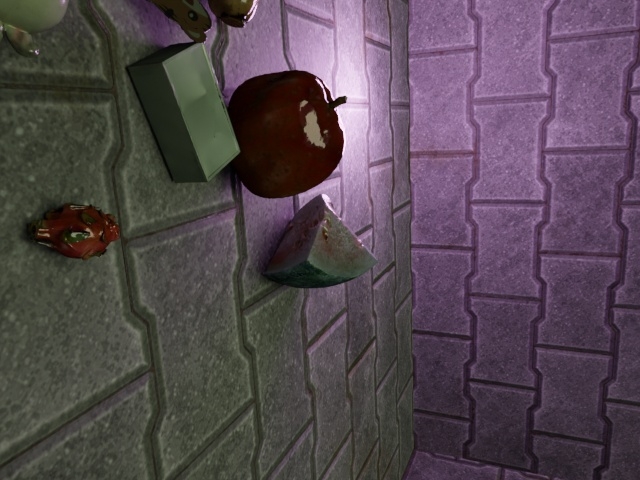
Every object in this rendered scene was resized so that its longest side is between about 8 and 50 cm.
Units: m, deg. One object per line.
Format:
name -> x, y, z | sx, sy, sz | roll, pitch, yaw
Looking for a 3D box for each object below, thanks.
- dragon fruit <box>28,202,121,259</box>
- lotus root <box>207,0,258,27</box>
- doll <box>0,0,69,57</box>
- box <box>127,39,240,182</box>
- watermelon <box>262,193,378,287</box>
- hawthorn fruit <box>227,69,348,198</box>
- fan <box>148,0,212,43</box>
dragon fruit -> -0.355, -0.013, 0.735 | 0.081, 0.086, 0.116 | -55, 159, 25
lotus root -> -0.177, -0.546, 1.039 | 0.118, 0.125, 0.221 | 1, 85, -26
doll -> -0.372, -0.363, 0.635 | 0.155, 0.113, 0.275 | 19, 82, -56
box -> -0.247, -0.237, 0.946 | 0.129, 0.086, 0.225 | -58, 142, -48
watermelon -> 0.000, 0.000, 1.402 | 0.387, 0.228, 0.258 | -6, 89, -57
hawthorn fruit -> -0.070, -0.244, 1.129 | 0.275, 0.299, 0.275 | 53, 24, -35
fan -> -0.254, -0.455, 0.936 | 0.152, 0.008, 0.227 | 37, 37, -26
